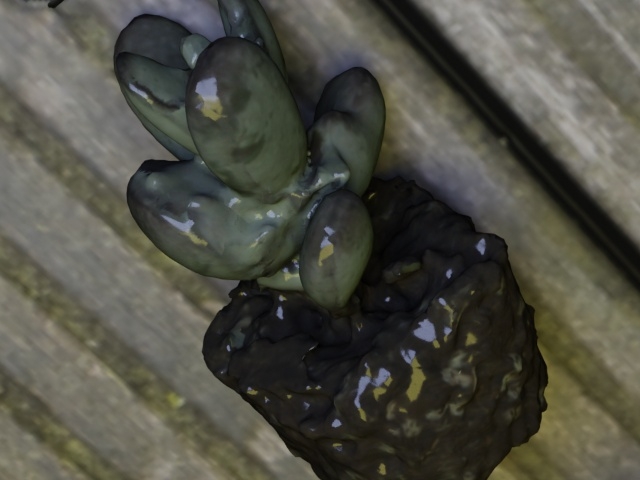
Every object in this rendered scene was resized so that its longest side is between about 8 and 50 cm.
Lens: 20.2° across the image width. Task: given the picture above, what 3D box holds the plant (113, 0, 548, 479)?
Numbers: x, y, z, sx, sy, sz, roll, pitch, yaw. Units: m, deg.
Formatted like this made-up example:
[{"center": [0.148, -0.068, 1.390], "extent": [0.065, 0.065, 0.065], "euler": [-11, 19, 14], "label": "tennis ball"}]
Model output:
[{"center": [0.002, 0.001, 0.864], "extent": [0.149, 0.146, 0.274], "euler": [-45, 116, -24], "label": "plant"}]
